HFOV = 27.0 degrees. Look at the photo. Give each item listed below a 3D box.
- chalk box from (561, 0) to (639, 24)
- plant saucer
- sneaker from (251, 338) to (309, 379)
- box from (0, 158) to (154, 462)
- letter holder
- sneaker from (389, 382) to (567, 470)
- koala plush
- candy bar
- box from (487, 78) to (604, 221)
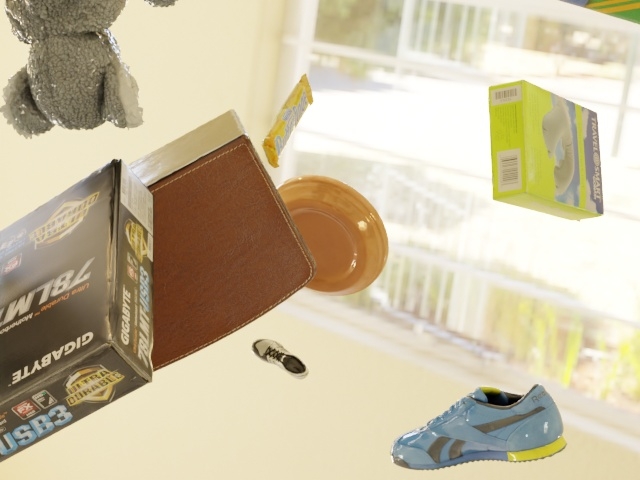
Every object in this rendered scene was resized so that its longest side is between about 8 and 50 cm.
[{"bbox_3d":[0.109,-0.249,0.688,0.289,0.179,0.180,9,43,-30],"label":"chalk box"},{"bbox_3d":[0.000,0.000,1.933,0.200,0.200,0.037,12,34,18],"label":"plant saucer"},{"bbox_3d":[-0.050,0.149,1.718,0.083,0.032,0.037,27,-12,3],"label":"sneaker"},{"bbox_3d":[-0.301,0.087,1.342,0.295,0.073,0.293,-29,34,16],"label":"box"},{"bbox_3d":[-0.182,0.014,1.628,0.302,0.214,0.152,-28,20,0],"label":"letter holder"},{"bbox_3d":[0.154,0.187,1.378,0.209,0.082,0.069,-14,9,39],"label":"sneaker"},{"bbox_3d":[-0.271,-0.222,1.452,0.196,0.221,0.203,1,4,20],"label":"koala plush"},{"bbox_3d":[-0.036,-0.136,1.518,0.018,0.040,0.161,-2,33,19],"label":"candy bar"},{"bbox_3d":[0.220,-0.081,1.269,0.042,0.109,0.178,-8,-11,36],"label":"box"}]
